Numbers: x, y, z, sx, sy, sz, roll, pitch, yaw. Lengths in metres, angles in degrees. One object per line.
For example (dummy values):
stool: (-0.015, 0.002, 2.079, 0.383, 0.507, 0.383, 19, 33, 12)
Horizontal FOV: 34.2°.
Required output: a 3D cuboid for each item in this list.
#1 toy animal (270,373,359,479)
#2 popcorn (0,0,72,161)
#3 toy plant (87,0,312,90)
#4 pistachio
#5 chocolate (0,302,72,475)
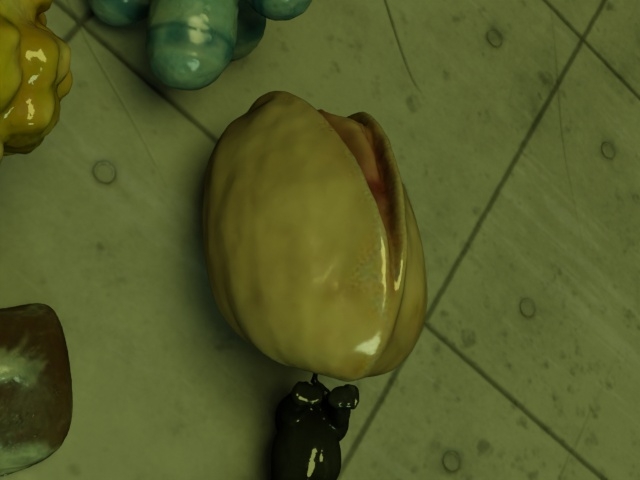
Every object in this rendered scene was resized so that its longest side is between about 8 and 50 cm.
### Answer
toy animal: (-0.010, 0.244, 0.997, 0.114, 0.146, 0.245, 22, 63, -3)
popcorn: (-0.363, -0.184, 0.786, 0.349, 0.349, 0.381, -2, 109, -30)
toy plant: (-0.112, -0.308, 1.041, 0.247, 0.247, 0.332, 16, 72, -26)
pistachio: (0.000, 0.000, 1.017, 0.230, 0.230, 0.309, 10, 56, -28)
chocolate: (-0.330, 0.129, 0.881, 0.254, 0.080, 0.157, -1, 78, -30)
